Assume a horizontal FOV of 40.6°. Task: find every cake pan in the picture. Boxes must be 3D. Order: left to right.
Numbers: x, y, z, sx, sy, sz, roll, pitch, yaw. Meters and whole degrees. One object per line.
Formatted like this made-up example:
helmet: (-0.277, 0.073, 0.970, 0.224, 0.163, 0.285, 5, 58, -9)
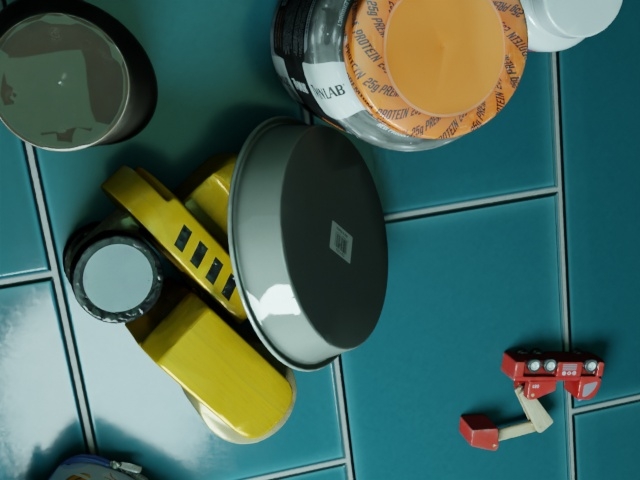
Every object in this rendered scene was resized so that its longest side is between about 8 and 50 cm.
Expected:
cake pan: (0.000, 0.000, 0.979, 0.054, 0.293, 0.293, -7, 109, 29)

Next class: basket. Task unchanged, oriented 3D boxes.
basket: (-0.261, -0.169, 0.899, 0.204, 0.227, 0.154, 35, 95, -19)

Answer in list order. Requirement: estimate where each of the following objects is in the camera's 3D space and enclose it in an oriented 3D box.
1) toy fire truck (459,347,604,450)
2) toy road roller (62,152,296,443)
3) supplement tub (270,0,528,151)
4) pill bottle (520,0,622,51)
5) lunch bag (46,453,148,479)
toy fire truck: (0.298, 0.222, 1.212, 0.192, 0.047, 0.135, 2, 104, -14)
toy road roller: (-0.125, 0.046, 1.002, 0.240, 0.202, 0.329, -45, 107, -10)
supplement tub: (0.070, -0.207, 0.903, 0.207, 0.338, 0.207, -3, 104, -11)
pill bottle: (0.244, -0.277, 0.985, 0.124, 0.221, 0.124, -3, 105, -11)
lunch bag: (-0.302, 0.425, 1.099, 0.243, 0.115, 0.303, 34, 95, -15)
